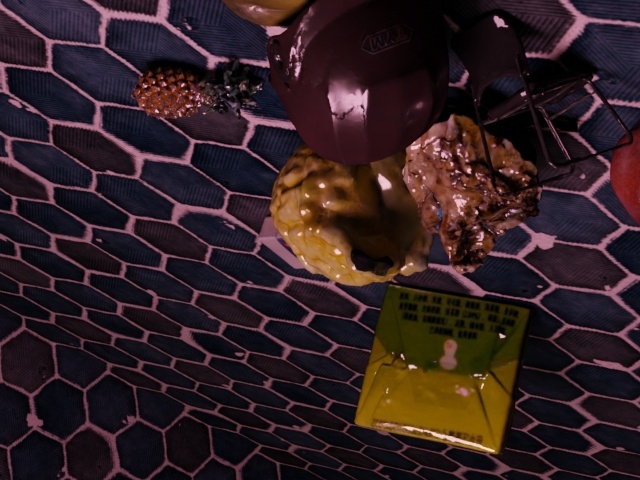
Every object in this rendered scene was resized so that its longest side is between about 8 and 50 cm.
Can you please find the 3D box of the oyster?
[{"bbox_3d":[0.203,-0.070,1.730,0.223,0.083,0.214,35,132,-12],"label":"oyster"}]

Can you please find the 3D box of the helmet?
[{"bbox_3d":[0.061,-0.200,1.532,0.225,0.177,0.305,-20,170,-10],"label":"helmet"}]

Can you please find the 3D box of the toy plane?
[{"bbox_3d":[0.167,-0.159,1.766,0.382,0.106,0.155,17,150,5],"label":"toy plane"}]

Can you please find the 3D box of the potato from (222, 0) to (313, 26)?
[{"bbox_3d":[-0.060,-0.342,1.468,0.169,0.143,0.248,25,170,11],"label":"potato"}]

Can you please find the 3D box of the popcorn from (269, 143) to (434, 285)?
[{"bbox_3d":[0.062,-0.051,1.904,0.293,0.293,0.237,21,150,-5],"label":"popcorn"}]

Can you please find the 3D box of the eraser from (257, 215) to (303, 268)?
[{"bbox_3d":[0.000,0.000,2.267,0.210,0.068,0.124,-3,149,42],"label":"eraser"}]

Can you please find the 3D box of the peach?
[{"bbox_3d":[0.462,-0.083,1.652,0.152,0.152,0.152,15,156,7],"label":"peach"}]

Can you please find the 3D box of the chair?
[{"bbox_3d":[0.281,-0.191,1.609,0.145,0.221,0.140,-19,173,-29],"label":"chair"}]

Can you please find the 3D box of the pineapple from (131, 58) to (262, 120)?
[{"bbox_3d":[-0.201,-0.231,1.888,0.221,0.083,0.103,3,153,27],"label":"pineapple"}]

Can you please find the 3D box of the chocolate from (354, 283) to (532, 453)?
[{"bbox_3d":[0.249,0.256,2.385,0.301,0.288,0.137,9,166,21],"label":"chocolate"}]
